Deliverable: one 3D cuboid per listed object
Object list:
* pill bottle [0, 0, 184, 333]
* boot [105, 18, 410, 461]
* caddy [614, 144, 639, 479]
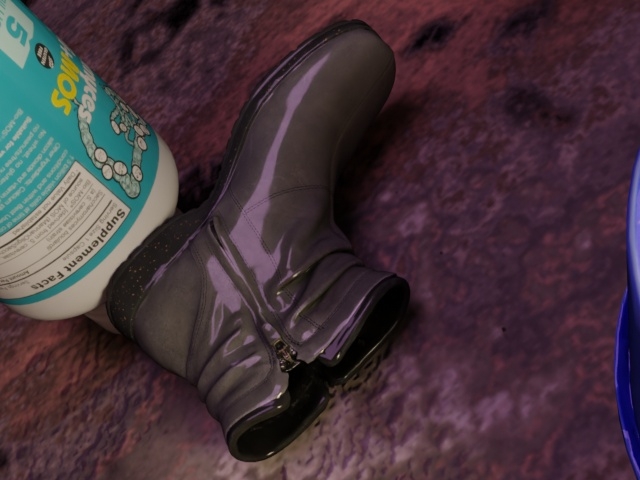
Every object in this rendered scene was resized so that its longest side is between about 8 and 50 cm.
[{"bbox_3d":[-0.185,-0.049,0.816,0.146,0.264,0.146,-23,44,24],"label":"pill bottle"},{"bbox_3d":[0.000,0.000,0.774,0.161,0.083,0.246,34,84,42],"label":"boot"},{"bbox_3d":[0.247,-0.009,0.472,0.241,0.179,0.341,27,74,25],"label":"caddy"}]
